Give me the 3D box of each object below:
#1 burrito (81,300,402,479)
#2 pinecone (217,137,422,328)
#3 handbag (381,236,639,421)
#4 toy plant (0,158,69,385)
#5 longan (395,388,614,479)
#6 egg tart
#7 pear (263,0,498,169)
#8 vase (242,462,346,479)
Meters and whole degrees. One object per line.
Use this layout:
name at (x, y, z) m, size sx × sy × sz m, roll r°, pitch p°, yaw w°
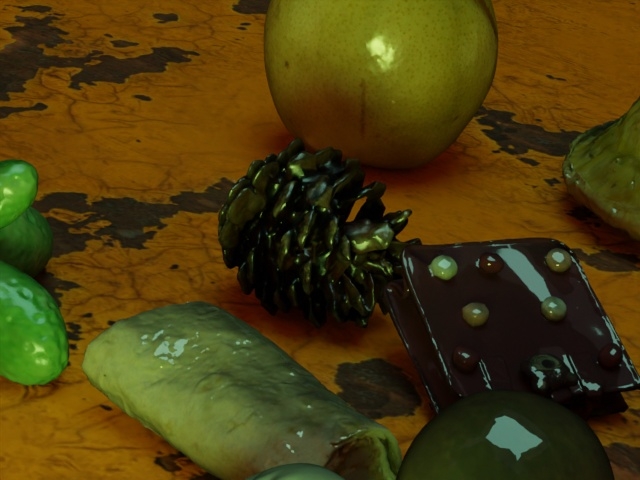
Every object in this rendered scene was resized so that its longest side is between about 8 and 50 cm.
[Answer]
burrito at (-0.065, 0.147, 1.612) m, size 0.143 × 0.105 × 0.299 m, roll -19°, pitch 36°, yaw -38°
pinecone at (-0.005, 0.001, 1.882) m, size 0.184 × 0.179 × 0.204 m, roll -33°, pitch 59°, yaw -25°
handbag at (0.182, 0.088, 1.782) m, size 0.203 × 0.074 × 0.216 m, roll -2°, pitch 43°, yaw -21°
toy plant at (-0.409, -0.008, 1.761) m, size 0.356 × 0.211 × 0.317 m, roll 12°, pitch 19°, yaw -19°
longan at (0.146, 0.203, 1.478) m, size 0.187 × 0.167 × 0.167 m, roll -33°, pitch 40°, yaw -24°
egg tart at (0.509, -0.101, 2.230) m, size 0.443 × 0.178 × 0.443 m, roll 4°, pitch 23°, yaw -2°
pear at (0.078, -0.247, 2.307) m, size 0.314 × 0.314 × 0.314 m, roll 5°, pitch 24°, yaw -2°
vase at (-0.067, 0.260, 1.334) m, size 0.128 × 0.128 × 0.248 m, roll 22°, pitch 38°, yaw 33°
